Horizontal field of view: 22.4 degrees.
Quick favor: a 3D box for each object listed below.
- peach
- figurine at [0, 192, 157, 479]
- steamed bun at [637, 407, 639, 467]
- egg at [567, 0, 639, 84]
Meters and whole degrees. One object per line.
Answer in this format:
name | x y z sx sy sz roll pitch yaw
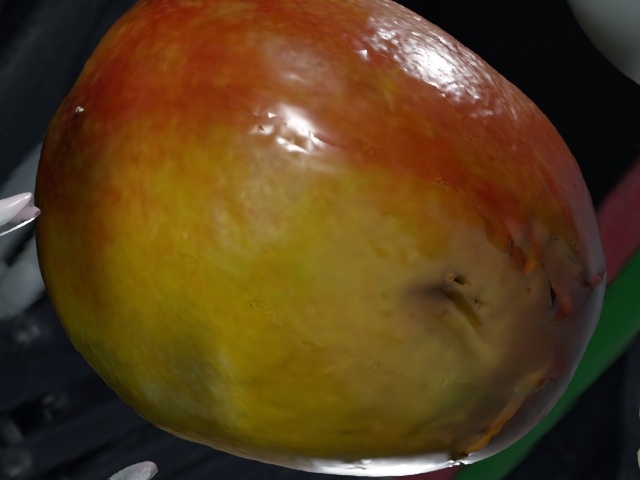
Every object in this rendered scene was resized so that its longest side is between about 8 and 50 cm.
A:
peach | 0.001 -0.001 1.013 0.290 0.372 0.372 -48 -20 -39
figurine | -0.178 0.032 0.563 0.284 0.315 0.206 -22 -39 19
steamed bun | 0.244 0.095 0.486 0.276 0.203 0.289 6 -71 -8
egg | 0.214 -0.155 0.837 0.176 0.176 0.232 -48 -26 12
